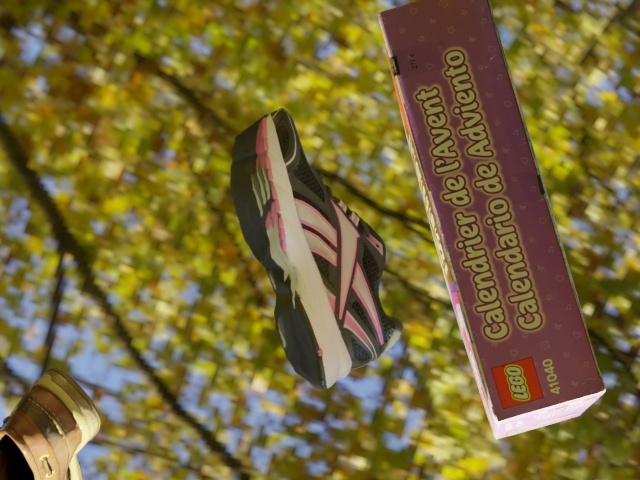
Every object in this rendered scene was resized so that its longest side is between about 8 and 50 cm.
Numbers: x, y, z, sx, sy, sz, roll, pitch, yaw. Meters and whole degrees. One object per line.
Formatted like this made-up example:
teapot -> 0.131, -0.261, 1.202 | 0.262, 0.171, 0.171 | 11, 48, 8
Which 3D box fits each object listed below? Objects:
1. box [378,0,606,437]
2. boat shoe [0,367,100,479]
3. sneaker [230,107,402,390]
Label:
box -> 0.089, -0.001, 1.041 | 0.057, 0.293, 0.201 | -17, -99, 3
boat shoe -> -0.194, 0.147, 1.302 | 0.064, 0.060, 0.178 | 44, -33, 11
sneaker -> 0.000, 0.000, 1.255 | 0.072, 0.077, 0.178 | 6, -67, 64
